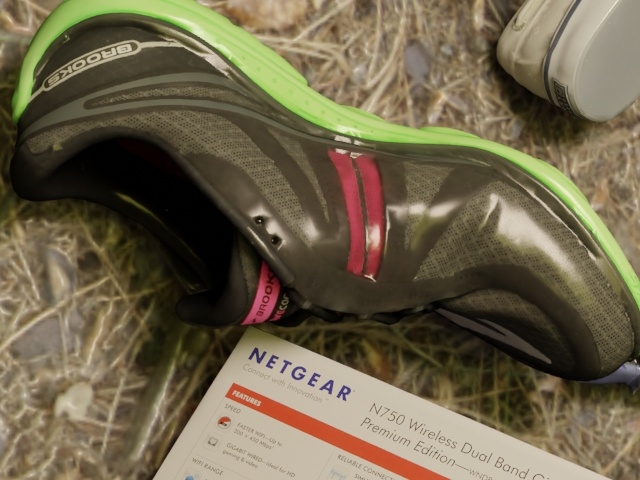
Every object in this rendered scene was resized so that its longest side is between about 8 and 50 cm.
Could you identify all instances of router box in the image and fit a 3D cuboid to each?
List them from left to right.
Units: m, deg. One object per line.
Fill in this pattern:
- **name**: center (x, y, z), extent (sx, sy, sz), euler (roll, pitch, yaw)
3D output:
- **router box**: center (0.024, 0.251, 1.002), extent (0.335, 0.082, 0.301), euler (22, 67, 26)

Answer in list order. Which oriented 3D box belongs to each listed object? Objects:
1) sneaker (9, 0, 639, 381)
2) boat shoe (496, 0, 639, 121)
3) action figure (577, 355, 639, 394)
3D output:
- **sneaker**: center (0.000, 0.000, 1.092), extent (0.483, 0.185, 0.202), euler (23, 60, -2)
- **boat shoe**: center (0.269, -0.271, 1.265), extent (0.367, 0.156, 0.136), euler (-55, 137, -2)
- **action figure**: center (0.368, 0.031, 1.219), extent (0.341, 0.178, 0.330), euler (-3, 66, -25)
